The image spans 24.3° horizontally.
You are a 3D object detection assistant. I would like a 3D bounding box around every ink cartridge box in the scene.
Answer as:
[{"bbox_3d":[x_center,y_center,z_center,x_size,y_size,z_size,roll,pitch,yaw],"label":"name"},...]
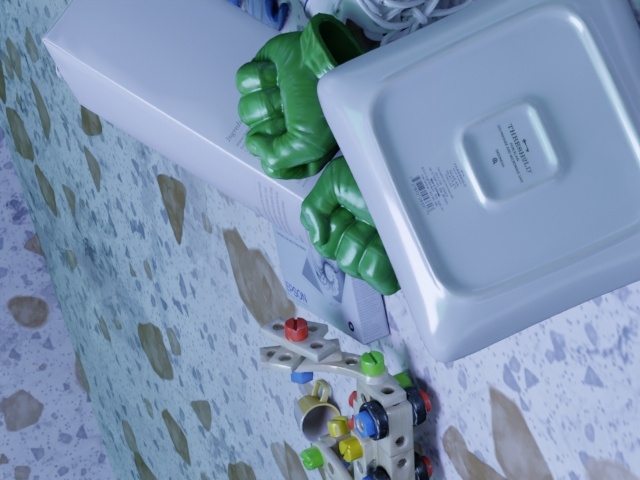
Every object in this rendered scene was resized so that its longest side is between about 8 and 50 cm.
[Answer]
[{"bbox_3d":[0.000,0.000,1.923,0.223,0.045,0.224,27,132,59],"label":"ink cartridge box"}]

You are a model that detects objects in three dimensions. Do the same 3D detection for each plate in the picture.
[{"bbox_3d":[0.161,-0.072,1.242,0.277,0.278,0.045,67,-165,7],"label":"plate"}]

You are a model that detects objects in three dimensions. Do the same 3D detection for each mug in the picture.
[{"bbox_3d":[-0.004,0.247,2.141,0.062,0.078,0.064,44,179,-25],"label":"mug"}]

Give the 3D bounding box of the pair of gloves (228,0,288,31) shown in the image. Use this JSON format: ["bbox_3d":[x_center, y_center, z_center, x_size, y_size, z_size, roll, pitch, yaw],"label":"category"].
[{"bbox_3d":[-0.104,-0.316,1.901,0.198,0.023,0.159,42,148,35],"label":"pair of gloves"}]

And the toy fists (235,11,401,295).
[{"bbox_3d":[0.017,-0.077,1.435,0.142,0.096,0.279,-41,77,31],"label":"toy fists"}]

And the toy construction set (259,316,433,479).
[{"bbox_3d":[0.043,0.231,1.899,0.215,0.151,0.327,41,157,51],"label":"toy construction set"}]

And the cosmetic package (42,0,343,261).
[{"bbox_3d":[-0.100,-0.149,1.626,0.366,0.155,0.197,33,169,9],"label":"cosmetic package"}]

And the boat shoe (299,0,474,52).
[{"bbox_3d":[0.067,-0.248,1.451,0.156,0.136,0.367,67,160,8],"label":"boat shoe"}]
